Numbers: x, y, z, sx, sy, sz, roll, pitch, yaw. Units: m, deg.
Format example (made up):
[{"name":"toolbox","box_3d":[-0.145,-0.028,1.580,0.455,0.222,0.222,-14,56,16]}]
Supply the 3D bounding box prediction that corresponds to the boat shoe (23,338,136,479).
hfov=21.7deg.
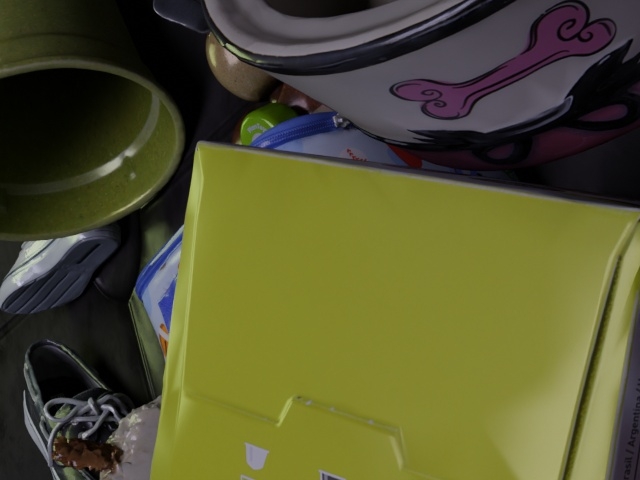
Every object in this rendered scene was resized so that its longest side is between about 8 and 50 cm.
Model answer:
[{"name":"boat shoe","box_3d":[-0.244,0.205,1.797,0.306,0.113,0.105,-131,31,-53]}]

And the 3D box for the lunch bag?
[{"name":"lunch bag","box_3d":[0.000,0.000,1.277,0.303,0.243,0.115,-47,57,50]}]

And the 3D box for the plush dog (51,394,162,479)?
[{"name":"plush dog","box_3d":[-0.128,0.235,1.551,0.225,0.210,0.262,84,-170,-67]}]

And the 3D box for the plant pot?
[{"name":"plant pot","box_3d":[-0.295,-0.182,1.705,0.276,0.276,0.254,-56,39,44]}]

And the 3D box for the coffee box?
[{"name":"coffee box","box_3d":[0.128,0.139,0.952,0.337,0.334,0.338,12,94,48]}]

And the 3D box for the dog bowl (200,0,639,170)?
[{"name":"dog bowl","box_3d":[0.130,-0.214,0.969,0.408,0.150,0.408,-29,36,24]}]

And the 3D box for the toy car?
[{"name":"toy car","box_3d":[-0.052,-0.138,1.364,0.188,0.155,0.149,52,139,9]}]

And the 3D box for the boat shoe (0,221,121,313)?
[{"name":"boat shoe","box_3d":[-0.290,0.011,1.878,0.226,0.083,0.076,-33,56,41]}]
